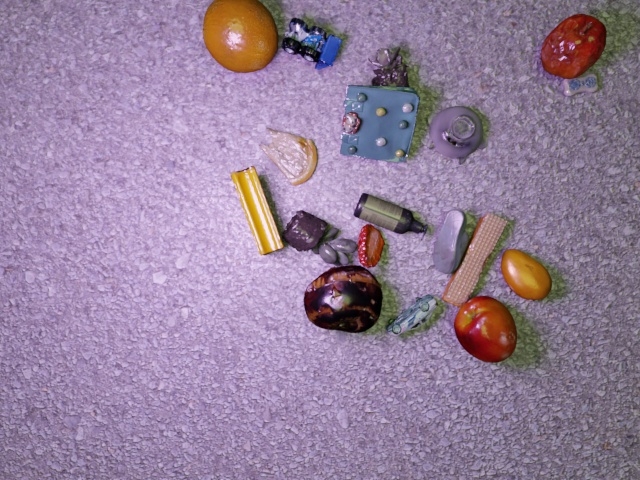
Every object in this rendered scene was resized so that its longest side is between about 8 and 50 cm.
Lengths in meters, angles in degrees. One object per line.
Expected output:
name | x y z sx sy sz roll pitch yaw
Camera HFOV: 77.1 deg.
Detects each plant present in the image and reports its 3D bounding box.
plant | -0.002 0.000 1.526 0.275 0.146 0.149 29 62 -12
plant | 0.262 -0.612 1.505 0.143 0.131 0.203 -23 90 6

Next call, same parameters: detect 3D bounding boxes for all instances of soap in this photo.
soap | -0.234 -0.105 1.504 0.096 0.204 0.324 -20 91 -7

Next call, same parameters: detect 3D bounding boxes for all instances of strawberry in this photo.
strawberry | 0.174 0.025 1.512 0.082 0.188 0.121 -21 125 41

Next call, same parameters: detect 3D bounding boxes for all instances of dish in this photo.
dish | 0.524 -0.406 1.521 0.237 0.086 0.227 4 91 3

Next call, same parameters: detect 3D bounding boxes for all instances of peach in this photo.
peach | 0.612 0.327 1.482 0.244 0.200 0.243 12 70 -34

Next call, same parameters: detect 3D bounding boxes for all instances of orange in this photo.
orange | -0.287 -0.746 1.459 0.275 0.274 0.274 0 91 2

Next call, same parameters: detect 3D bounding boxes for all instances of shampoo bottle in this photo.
shampoo bottle | 0.273 -0.088 1.531 0.284 0.101 0.101 21 92 2

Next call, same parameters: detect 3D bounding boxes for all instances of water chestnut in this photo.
water chestnut | 0.083 0.200 1.486 0.300 0.300 0.299 0 91 2

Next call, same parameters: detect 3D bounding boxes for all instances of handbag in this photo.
handbag | 0.212 -0.420 1.469 0.275 0.100 0.268 7 125 0

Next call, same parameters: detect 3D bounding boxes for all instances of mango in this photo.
mango | 0.768 0.127 1.516 0.145 0.112 0.219 -37 78 3

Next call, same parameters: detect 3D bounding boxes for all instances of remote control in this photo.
remote control | 0.986 -0.591 1.524 0.122 0.032 0.074 -9 90 2

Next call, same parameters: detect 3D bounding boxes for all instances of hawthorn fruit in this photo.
hawthorn fruit | 0.906 -0.706 1.420 0.208 0.243 0.207 -2 83 13

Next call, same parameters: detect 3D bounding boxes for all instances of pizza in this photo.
pizza | -0.125 -0.349 1.575 0.262 0.034 0.181 42 93 1

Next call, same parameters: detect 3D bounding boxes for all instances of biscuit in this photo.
biscuit | 0.587 0.078 1.545 0.094 0.054 0.378 25 92 3

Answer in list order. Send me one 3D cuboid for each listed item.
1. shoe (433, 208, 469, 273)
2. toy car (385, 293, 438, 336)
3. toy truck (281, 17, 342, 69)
shoe | 0.509 0.003 1.535 0.100 0.103 0.250 -5 109 -40
toy car | 0.353 0.296 1.543 0.224 0.090 0.076 -40 95 3
toy truck | -0.035 -0.731 1.518 0.208 0.126 0.113 22 91 -2
